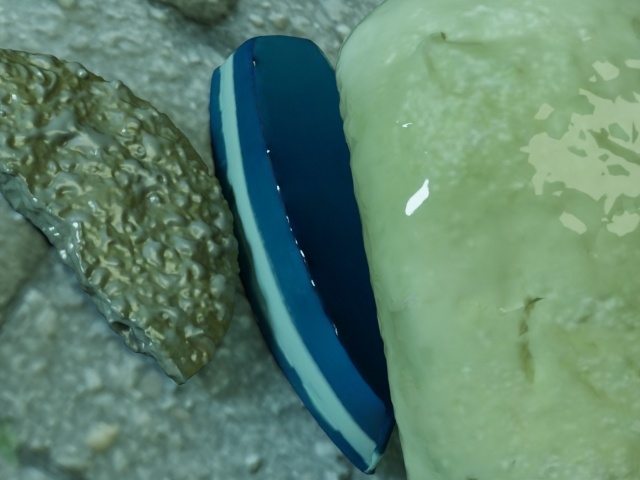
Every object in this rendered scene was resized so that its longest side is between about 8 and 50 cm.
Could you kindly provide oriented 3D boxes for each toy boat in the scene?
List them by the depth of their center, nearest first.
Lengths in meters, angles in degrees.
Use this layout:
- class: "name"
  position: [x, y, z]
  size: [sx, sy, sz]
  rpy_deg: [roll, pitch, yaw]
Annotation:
- class: "toy boat"
  position: [0.000, 0.000, 0.688]
  size: [0.096, 0.062, 0.299]
  rpy_deg: [-2, 64, -32]

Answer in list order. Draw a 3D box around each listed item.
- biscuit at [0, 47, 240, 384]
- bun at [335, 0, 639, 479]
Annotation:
- class: "biscuit"
  position: [-0.129, -0.038, 0.653]
  size: [0.250, 0.032, 0.133]
  rpy_deg: [47, 49, 3]
- class: "bun"
  position: [0.149, 0.004, 0.593]
  size: [0.349, 0.227, 0.352]
  rpy_deg: [-78, 151, -58]
